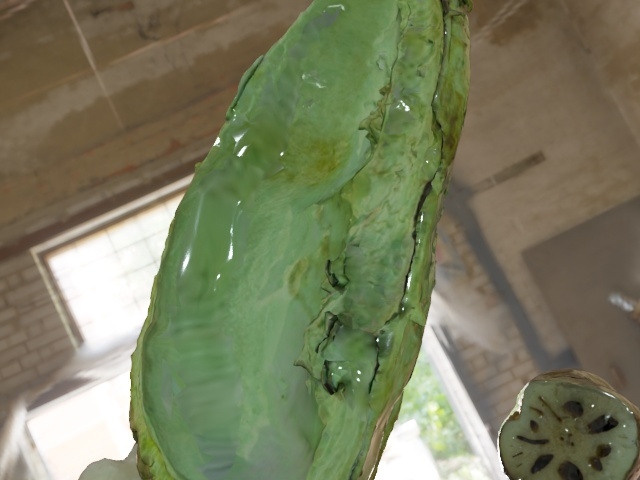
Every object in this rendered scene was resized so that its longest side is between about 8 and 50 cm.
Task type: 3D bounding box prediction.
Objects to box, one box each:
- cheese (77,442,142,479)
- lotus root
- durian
[{"bbox_3d":[-0.278,0.438,1.335,0.326,0.115,0.318,-35,-40,-55],"label":"cheese"},{"bbox_3d":[0.445,0.342,1.572,0.250,0.250,0.346,-28,-12,16],"label":"lotus root"},{"bbox_3d":[-0.011,-0.003,0.480,0.163,0.394,0.198,17,-10,2],"label":"durian"}]
